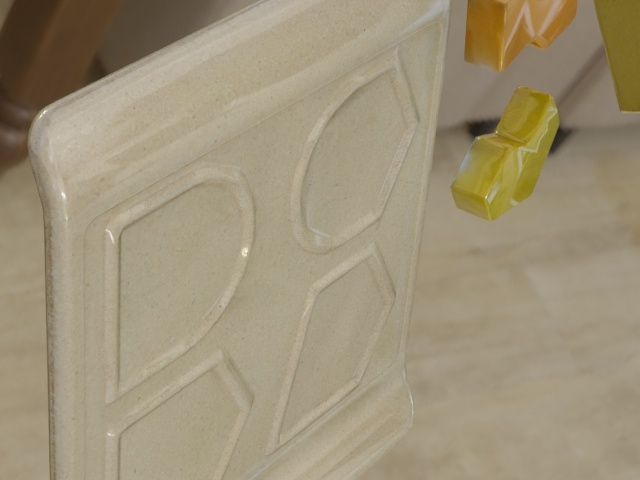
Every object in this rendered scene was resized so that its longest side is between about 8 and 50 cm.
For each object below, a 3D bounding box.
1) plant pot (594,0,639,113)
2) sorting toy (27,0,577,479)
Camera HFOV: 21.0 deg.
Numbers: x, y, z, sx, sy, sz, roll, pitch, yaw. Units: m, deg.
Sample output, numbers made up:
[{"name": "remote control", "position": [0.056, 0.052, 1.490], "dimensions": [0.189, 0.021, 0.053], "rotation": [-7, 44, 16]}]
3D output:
[{"name": "plant pot", "position": [0.141, -0.099, 0.589], "dimensions": [0.081, 0.081, 0.083], "rotation": [-31, 105, -27]}, {"name": "sorting toy", "position": [0.000, 0.000, 0.676], "dimensions": [0.041, 0.229, 0.307], "rotation": [23, 38, 31]}]
